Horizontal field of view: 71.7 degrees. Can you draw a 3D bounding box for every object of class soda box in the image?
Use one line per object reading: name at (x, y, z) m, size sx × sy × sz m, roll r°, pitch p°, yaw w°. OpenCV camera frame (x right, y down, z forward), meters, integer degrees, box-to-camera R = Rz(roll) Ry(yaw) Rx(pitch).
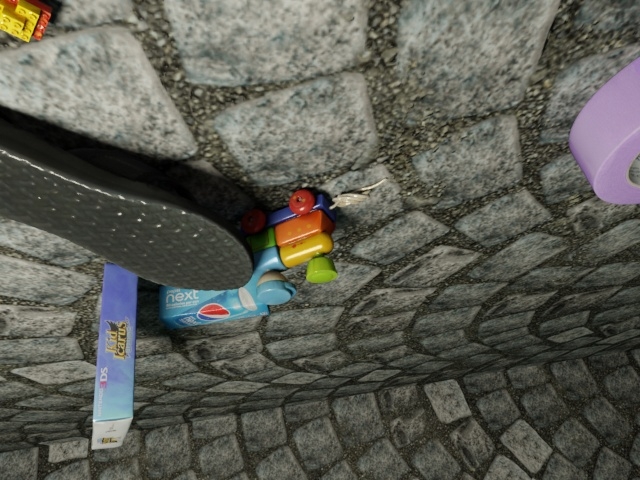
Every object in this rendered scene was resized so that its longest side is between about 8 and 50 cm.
soda box at (-0.212, 0.123, 0.899) m, size 0.210 × 0.071 × 0.067 m, roll -8°, pitch 150°, yaw -4°

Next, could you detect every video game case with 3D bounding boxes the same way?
video game case at (-0.374, 0.215, 0.809) m, size 0.061 × 0.269 × 0.244 m, roll 4°, pitch 147°, yaw -24°

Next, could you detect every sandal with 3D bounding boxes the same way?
sandal at (-0.267, -0.059, 0.569) m, size 0.446 × 0.106 × 0.168 m, roll 30°, pitch 134°, yaw -31°

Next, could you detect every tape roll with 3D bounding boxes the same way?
tape roll at (0.512, -0.165, 0.622) m, size 0.275 × 0.090 × 0.274 m, roll -8°, pitch 151°, yaw -5°

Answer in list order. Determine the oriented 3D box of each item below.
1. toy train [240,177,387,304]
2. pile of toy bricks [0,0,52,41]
toy train at (0.000, 0.000, 0.686) m, size 0.248 × 0.143 × 0.105 m, roll -20°, pitch 149°, yaw 16°
pile of toy bricks at (-0.297, -0.201, 0.292) m, size 0.212 × 0.105 × 0.118 m, roll 18°, pitch 139°, yaw -40°
